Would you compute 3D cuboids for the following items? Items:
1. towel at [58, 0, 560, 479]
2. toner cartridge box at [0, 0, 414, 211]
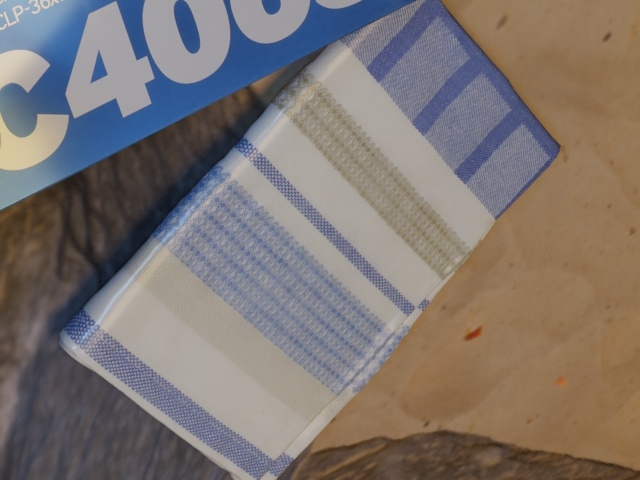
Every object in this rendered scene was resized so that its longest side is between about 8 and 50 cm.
[{"bbox_3d":[0.000,0.000,1.046,0.285,0.034,0.209,-48,137,-1],"label":"towel"},{"bbox_3d":[-0.133,-0.111,0.781,0.348,0.075,0.165,-29,120,-20],"label":"toner cartridge box"}]
